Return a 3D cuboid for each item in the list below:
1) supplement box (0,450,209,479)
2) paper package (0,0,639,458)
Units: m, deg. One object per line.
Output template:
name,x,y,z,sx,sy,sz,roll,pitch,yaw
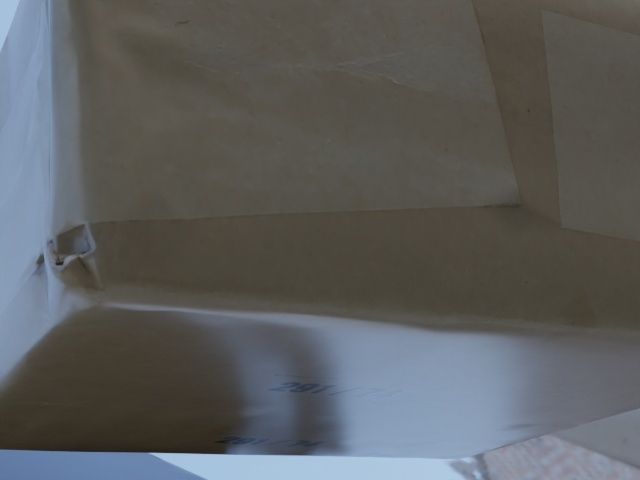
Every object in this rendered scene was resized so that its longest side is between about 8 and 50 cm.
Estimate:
supplement box,-0.194,0.309,0.675,0.195,0.194,0.356,1,-78,-57
paper package,0.000,0.000,0.533,0.325,0.309,0.168,5,-111,-25
